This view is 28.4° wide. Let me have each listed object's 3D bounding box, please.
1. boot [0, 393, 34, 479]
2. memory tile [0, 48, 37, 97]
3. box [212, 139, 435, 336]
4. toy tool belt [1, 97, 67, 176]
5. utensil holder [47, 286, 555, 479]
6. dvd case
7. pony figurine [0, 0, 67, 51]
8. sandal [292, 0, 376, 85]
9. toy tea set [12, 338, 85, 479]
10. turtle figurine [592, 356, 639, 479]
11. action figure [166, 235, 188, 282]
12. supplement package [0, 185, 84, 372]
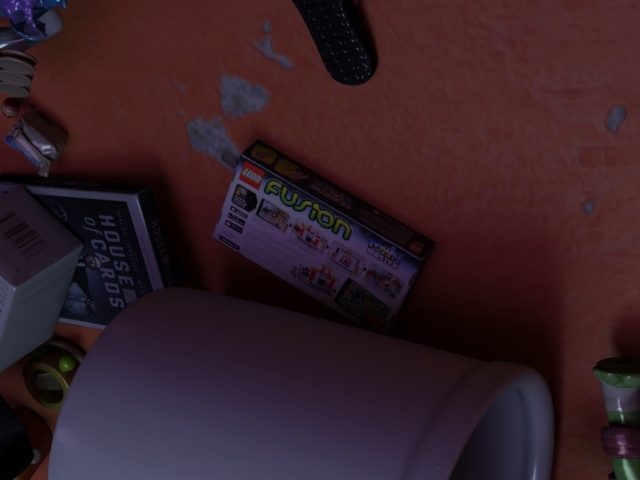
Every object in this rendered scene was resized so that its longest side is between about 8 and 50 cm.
[{"bbox_3d":[-0.594,0.182,1.445,0.445,0.367,0.146,48,172,14],"label":"boot"},{"bbox_3d":[-0.347,-0.174,1.207,0.148,0.012,0.113,15,165,-12],"label":"memory tile"},{"bbox_3d":[0.000,0.000,1.251,0.207,0.036,0.114,31,128,10],"label":"box"},{"bbox_3d":[-0.315,-0.109,1.353,0.083,0.052,0.051,39,121,4],"label":"toy tool belt"},{"bbox_3d":[-0.017,0.230,1.205,0.385,0.327,0.328,14,124,27],"label":"utensil holder"},{"bbox_3d":[-0.255,0.017,1.387,0.238,0.029,0.179,6,120,37],"label":"dvd case"},{"bbox_3d":[-0.305,-0.317,1.118,0.363,0.303,0.351,-19,139,32],"label":"pony figurine"},{"bbox_3d":[0.007,-0.220,1.122,0.067,0.040,0.179,4,134,33],"label":"sandal"},{"bbox_3d":[-0.318,0.245,1.515,0.200,0.124,0.336,38,129,5],"label":"toy tea set"},{"bbox_3d":[0.292,0.250,1.107,0.197,0.274,0.266,12,103,53],"label":"turtle figurine"},{"bbox_3d":[-0.166,0.051,1.378,0.038,0.030,0.115,29,131,26],"label":"action figure"},{"bbox_3d":[-0.348,0.049,1.385,0.105,0.105,0.179,40,136,11],"label":"supplement package"}]
